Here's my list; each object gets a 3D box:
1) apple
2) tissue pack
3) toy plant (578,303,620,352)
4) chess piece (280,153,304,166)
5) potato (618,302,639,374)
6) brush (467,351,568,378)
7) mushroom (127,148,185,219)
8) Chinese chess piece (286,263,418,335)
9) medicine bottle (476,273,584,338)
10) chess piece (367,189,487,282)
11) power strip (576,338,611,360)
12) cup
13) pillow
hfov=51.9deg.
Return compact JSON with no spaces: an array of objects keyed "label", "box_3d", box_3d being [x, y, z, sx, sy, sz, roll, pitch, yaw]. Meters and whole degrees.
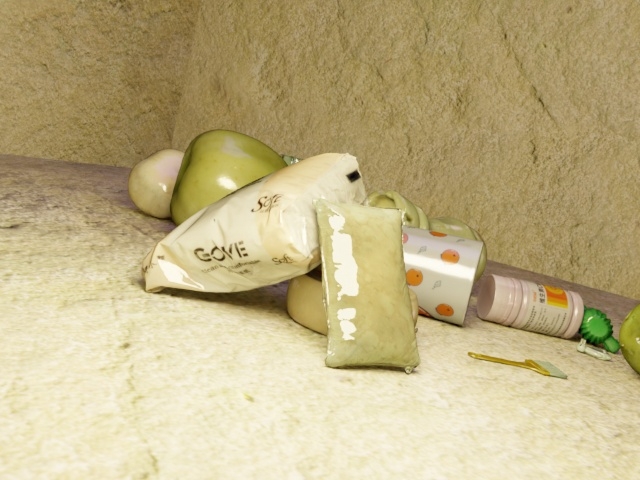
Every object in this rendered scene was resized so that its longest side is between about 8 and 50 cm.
[{"label":"apple","box_3d":[-0.249,-0.139,1.866,0.357,0.357,0.357,13,7,-2]},{"label":"tissue pack","box_3d":[-0.116,-0.021,1.308,0.376,0.195,0.390,-16,14,29]},{"label":"toy plant","box_3d":[0.739,0.224,1.803,0.154,0.088,0.240,47,11,-8]},{"label":"chess piece","box_3d":[-0.118,-0.154,2.378,0.195,0.299,0.194,13,7,-2]},{"label":"potato","box_3d":[0.820,0.235,1.467,0.304,0.215,0.216,23,6,-7]},{"label":"brush","box_3d":[0.396,0.250,1.348,0.205,0.011,0.083,11,8,-11]},{"label":"mushroom","box_3d":[-0.514,-0.176,2.209,0.260,0.253,0.234,15,-31,-17]},{"label":"Chinese chess piece","box_3d":[0.065,0.126,1.323,0.273,0.102,0.273,14,7,-2]},{"label":"medicine bottle","box_3d":[0.557,0.175,1.755,0.250,0.133,0.133,13,7,-5]},{"label":"chess piece","box_3d":[0.300,-0.003,1.945,0.234,0.234,0.442,20,-3,42]},{"label":"power strip","box_3d":[0.679,0.270,1.628,0.083,0.035,0.055,18,8,17]},{"label":"cup","box_3d":[0.225,0.068,1.641,0.318,0.212,0.212,15,7,15]},{"label":"pillow","box_3d":[0.078,0.075,1.122,0.185,0.302,0.075,6,-22,-28]}]
